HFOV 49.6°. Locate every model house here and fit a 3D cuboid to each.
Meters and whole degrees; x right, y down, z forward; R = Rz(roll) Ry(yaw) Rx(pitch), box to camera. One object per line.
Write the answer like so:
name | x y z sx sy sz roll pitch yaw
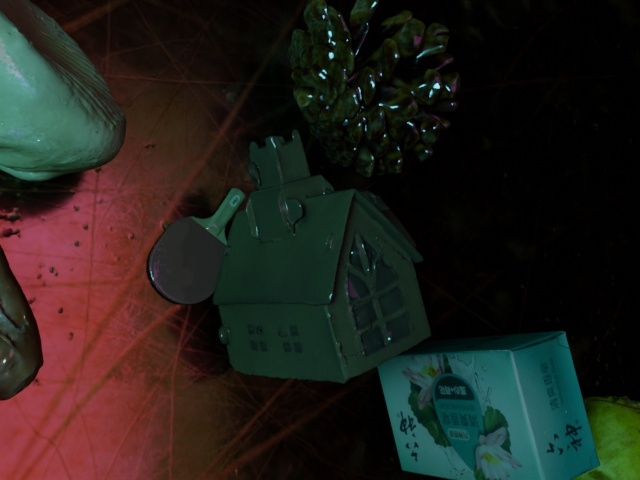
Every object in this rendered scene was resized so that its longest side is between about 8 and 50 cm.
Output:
model house | 0.000 0.000 0.751 0.204 0.211 0.243 -21 99 -39

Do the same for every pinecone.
pinecone | 0.065 -0.189 0.841 0.201 0.228 0.202 -5 39 -3

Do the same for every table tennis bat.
table tennis bat | -0.134 0.002 0.793 0.087 0.013 0.156 39 63 -18

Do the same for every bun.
bun | -0.290 -0.146 0.632 0.133 0.231 0.231 -39 104 6

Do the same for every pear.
pear | 0.391 0.364 0.903 0.269 0.269 0.321 -5 95 -33

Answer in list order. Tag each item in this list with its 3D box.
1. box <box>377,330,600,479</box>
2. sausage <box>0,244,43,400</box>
box | 0.182 0.195 0.811 0.092 0.245 0.153 -12 85 -33
sausage | -0.366 -0.048 0.606 0.094 0.094 0.419 -33 97 -43
